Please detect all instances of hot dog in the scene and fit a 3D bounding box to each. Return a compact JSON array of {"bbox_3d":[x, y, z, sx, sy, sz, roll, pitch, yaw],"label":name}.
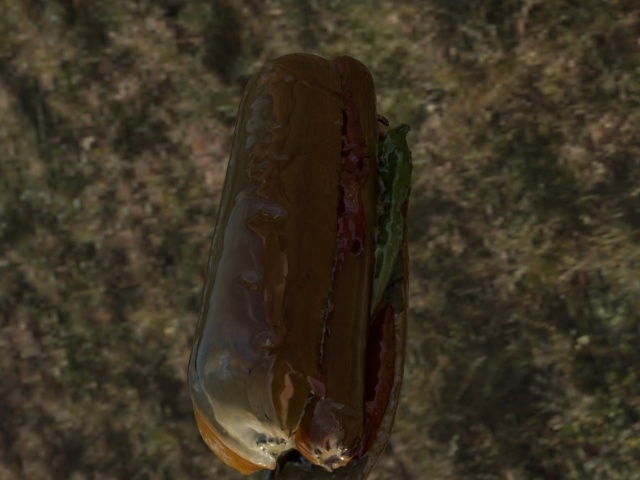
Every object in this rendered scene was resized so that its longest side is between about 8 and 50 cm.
[{"bbox_3d":[0.000,0.000,0.593,0.062,0.092,0.236,-34,34,32],"label":"hot dog"}]
